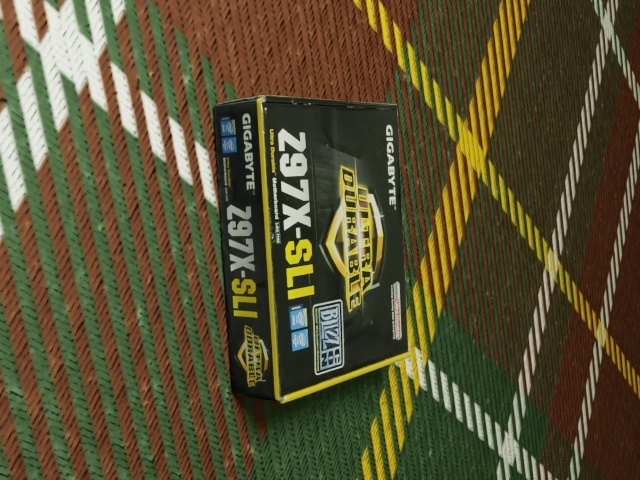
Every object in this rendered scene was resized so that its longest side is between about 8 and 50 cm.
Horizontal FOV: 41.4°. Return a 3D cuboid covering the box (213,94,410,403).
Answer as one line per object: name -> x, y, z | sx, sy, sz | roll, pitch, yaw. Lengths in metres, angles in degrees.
box -> 0.000, 0.000, 0.983 | 0.257, 0.079, 0.322 | -7, 95, -50
